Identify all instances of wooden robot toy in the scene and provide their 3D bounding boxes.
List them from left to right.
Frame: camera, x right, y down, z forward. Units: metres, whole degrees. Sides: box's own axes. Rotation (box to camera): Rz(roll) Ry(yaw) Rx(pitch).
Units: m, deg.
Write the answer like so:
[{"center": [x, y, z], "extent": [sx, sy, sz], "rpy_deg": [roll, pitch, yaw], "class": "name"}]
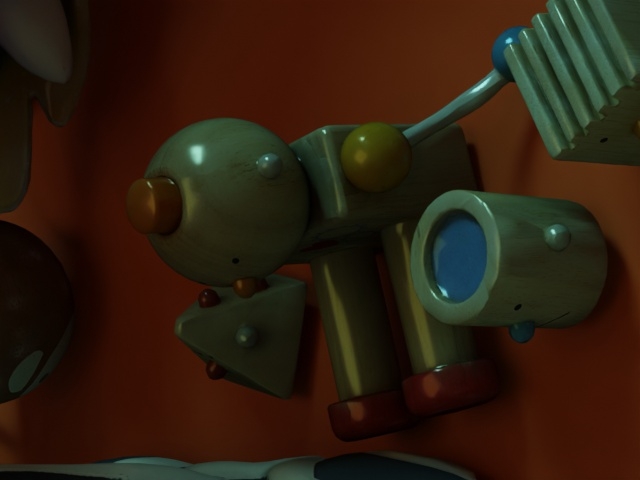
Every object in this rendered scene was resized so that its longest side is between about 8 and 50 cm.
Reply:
[{"center": [0.000, 0.000, 0.397], "extent": [0.173, 0.079, 0.076], "rpy_deg": [-27, 67, 48], "class": "wooden robot toy"}]

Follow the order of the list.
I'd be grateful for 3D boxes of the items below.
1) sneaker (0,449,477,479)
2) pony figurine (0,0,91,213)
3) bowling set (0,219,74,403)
[{"center": [-0.083, 0.097, 0.434], "extent": [0.235, 0.153, 0.094], "rpy_deg": [-10, 79, 51], "class": "sneaker"}, {"center": [-0.099, -0.208, 0.427], "extent": [0.351, 0.303, 0.363], "rpy_deg": [125, 137, -78], "class": "pony figurine"}, {"center": [-0.170, 0.075, 0.528], "extent": [0.287, 0.200, 0.154], "rpy_deg": [-67, -24, -78], "class": "bowling set"}]
